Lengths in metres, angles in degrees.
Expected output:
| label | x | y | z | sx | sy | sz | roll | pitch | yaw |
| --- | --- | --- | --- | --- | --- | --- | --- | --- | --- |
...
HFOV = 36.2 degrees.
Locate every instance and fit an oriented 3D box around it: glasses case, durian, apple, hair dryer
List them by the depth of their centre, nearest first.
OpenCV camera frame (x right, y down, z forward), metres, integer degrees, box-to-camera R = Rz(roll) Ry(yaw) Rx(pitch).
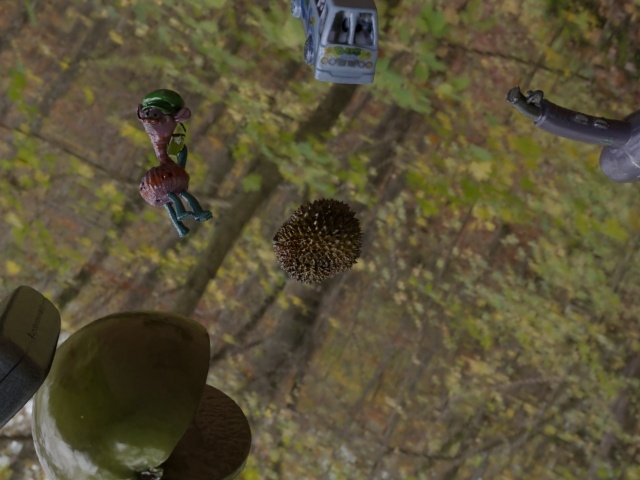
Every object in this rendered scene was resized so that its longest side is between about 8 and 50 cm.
| label | x | y | z | sx | sy | sz | roll | pitch | yaw |
| --- | --- | --- | --- | --- | --- | --- | --- | --- | --- |
| glasses case | -0.346 | 0.132 | 1.044 | 0.074 | 0.131 | 0.323 | 43 | 177 | -14 |
| apple | -0.232 | 0.240 | 1.286 | 0.292 | 0.292 | 0.254 | 28 | -162 | -23 |
| durian | 0.000 | 0.000 | 1.647 | 0.168 | 0.158 | 0.137 | -12 | -133 | -21 |
| hair dryer | 0.488 | -0.213 | 1.675 | 0.361 | 0.121 | 0.301 | 8 | 155 | -17 |

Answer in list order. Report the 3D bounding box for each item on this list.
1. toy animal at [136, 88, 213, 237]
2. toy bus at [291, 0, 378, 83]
| label | x | y | z | sx | sy | sz | roll | pitch | yaw |
| --- | --- | --- | --- | --- | --- | --- | --- | --- | --- |
| toy animal | -0.211 | -0.109 | 1.403 | 0.100 | 0.208 | 0.103 | -23 | 162 | 16 |
| toy bus | 0.024 | -0.385 | 1.599 | 0.109 | 0.136 | 0.329 | 3 | -141 | -13 |
